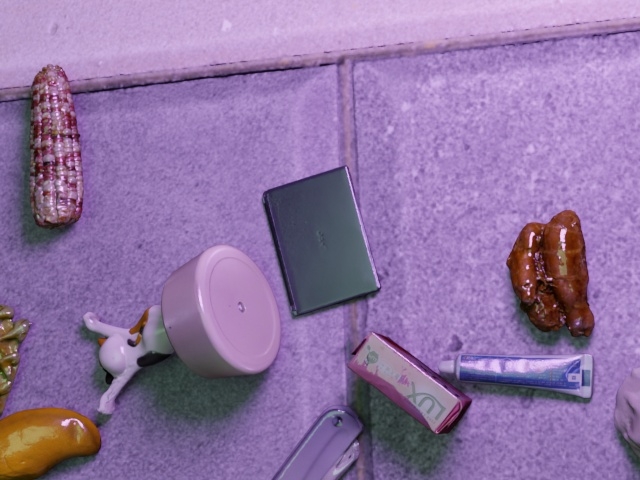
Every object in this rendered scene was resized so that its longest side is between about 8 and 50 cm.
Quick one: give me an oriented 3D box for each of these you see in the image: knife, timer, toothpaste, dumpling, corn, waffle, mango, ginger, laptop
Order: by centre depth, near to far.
[{"bbox_3d":[0.425,0.236,1.553,0.188,0.108,0.127,42,120,0],"label":"dumpling"},{"bbox_3d":[0.286,0.046,1.624,0.103,0.073,0.162,-10,82,16],"label":"ginger"},{"bbox_3d":[0.247,0.166,1.642,0.197,0.035,0.057,2,90,13],"label":"toothpaste"},{"bbox_3d":[-0.034,0.330,1.699,0.073,0.040,0.265,38,94,6],"label":"knife"},{"bbox_3d":[-0.207,0.127,1.735,0.266,0.175,0.175,-21,77,29],"label":"timer"},{"bbox_3d":[0.000,0.000,1.743,0.129,0.016,0.180,-17,80,14],"label":"laptop"},{"bbox_3d":[-0.401,0.283,1.793,0.190,0.075,0.098,-17,101,7],"label":"mango"},{"bbox_3d":[-0.380,-0.132,1.840,0.080,0.079,0.237,-10,78,15],"label":"corn"},{"bbox_3d":[-0.531,0.176,1.853,0.204,0.054,0.223,18,89,7],"label":"waffle"}]

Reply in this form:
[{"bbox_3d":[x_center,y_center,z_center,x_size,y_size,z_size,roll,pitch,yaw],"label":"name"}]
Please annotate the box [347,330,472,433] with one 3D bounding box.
[{"bbox_3d":[0.113,0.181,1.639,0.156,0.111,0.060,35,93,15],"label":"box"}]
